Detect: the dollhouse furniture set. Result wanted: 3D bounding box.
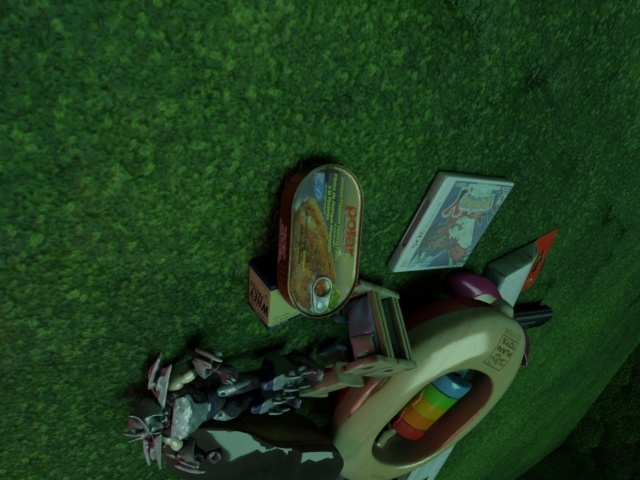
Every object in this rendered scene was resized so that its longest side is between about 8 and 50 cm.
[{"bbox_3d":[0.031,0.163,0.908,0.183,0.129,0.129,-25,152,28],"label":"dollhouse furniture set"}]

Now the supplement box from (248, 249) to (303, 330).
[{"bbox_3d":[-0.047,0.060,0.754,0.083,0.056,0.083,-20,138,-29],"label":"supplement box"}]

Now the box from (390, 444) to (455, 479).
[{"bbox_3d":[0.270,0.602,1.574,0.169,0.087,0.290,-15,135,-34],"label":"box"}]

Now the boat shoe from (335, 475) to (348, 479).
[{"bbox_3d":[0.056,0.491,1.138,0.096,0.268,0.088,5,133,-9],"label":"boat shoe"}]

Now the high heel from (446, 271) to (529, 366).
[{"bbox_3d":[0.332,0.156,1.116,0.082,0.117,0.244,-31,128,22],"label":"high heel"}]

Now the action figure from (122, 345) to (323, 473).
[{"bbox_3d":[-0.138,0.221,0.790,0.284,0.099,0.185,-6,124,-43],"label":"action figure"}]

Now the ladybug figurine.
[{"bbox_3d":[0.181,0.263,1.056,0.305,0.162,0.449,31,109,-36],"label":"ladybug figurine"}]

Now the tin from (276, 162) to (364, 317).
[{"bbox_3d":[0.000,0.000,0.697,0.106,0.040,0.190,-2,102,-31],"label":"tin"}]

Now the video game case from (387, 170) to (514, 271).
[{"bbox_3d":[0.220,-0.028,0.950,0.201,0.023,0.184,-2,127,-43],"label":"video game case"}]

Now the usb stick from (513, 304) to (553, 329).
[{"bbox_3d":[0.496,0.197,1.418,0.278,0.045,0.077,2,140,-45],"label":"usb stick"}]

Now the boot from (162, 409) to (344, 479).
[{"bbox_3d":[-0.115,0.334,0.934,0.305,0.115,0.112,18,107,-29],"label":"boot"}]

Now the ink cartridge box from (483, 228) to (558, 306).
[{"bbox_3d":[0.440,0.092,1.254,0.232,0.066,0.189,-18,137,-24],"label":"ink cartridge box"}]
